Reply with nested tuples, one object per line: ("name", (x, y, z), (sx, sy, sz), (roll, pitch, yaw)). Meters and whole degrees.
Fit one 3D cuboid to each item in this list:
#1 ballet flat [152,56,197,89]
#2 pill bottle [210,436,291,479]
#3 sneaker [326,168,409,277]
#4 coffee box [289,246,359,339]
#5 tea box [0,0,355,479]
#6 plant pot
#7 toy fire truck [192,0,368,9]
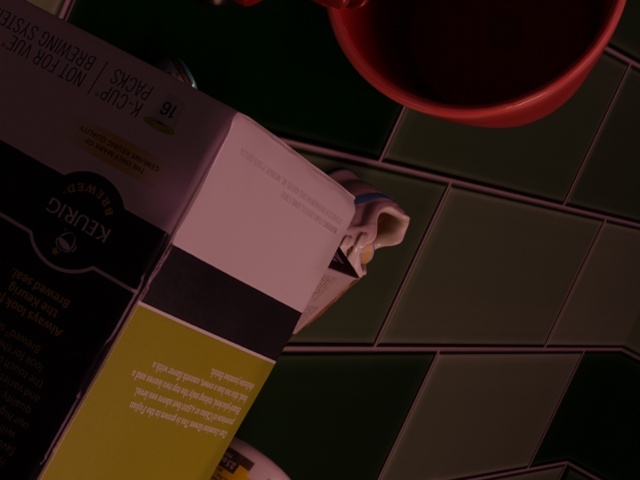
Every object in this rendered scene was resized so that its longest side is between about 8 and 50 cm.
("ballet flat", (-0.122, -0.086, 1.547), (0.070, 0.070, 0.188), (-54, 153, -19))
("pill bottle", (-0.126, 0.309, 1.877), (0.215, 0.117, 0.117), (-54, 155, -20))
("sneaker", (0.000, 0.000, 1.834), (0.228, 0.092, 0.087), (-34, 146, -45))
("coffee box", (-0.097, -0.012, 1.473), (0.098, 0.141, 0.246), (-43, 148, 17))
("tea box", (-0.214, 0.022, 1.123), (0.323, 0.329, 0.220), (-60, 157, -2))
("plant pot", (0.159, -0.222, 1.736), (0.275, 0.275, 0.243), (-61, 166, -2))
("toy fire truck", (0.040, -0.248, 1.452), (0.217, 0.246, 0.158), (-33, 144, -48))
